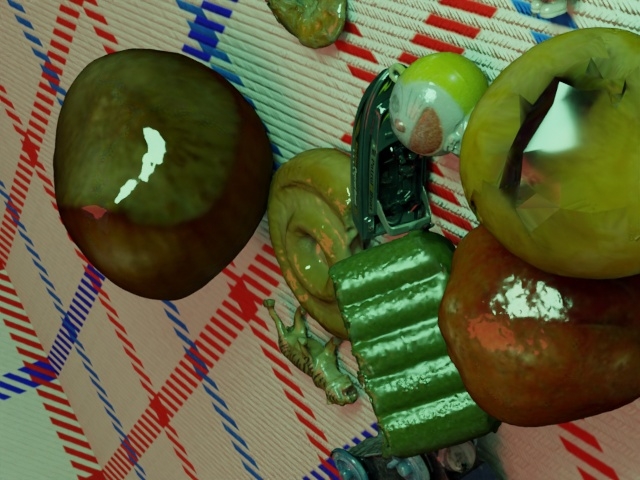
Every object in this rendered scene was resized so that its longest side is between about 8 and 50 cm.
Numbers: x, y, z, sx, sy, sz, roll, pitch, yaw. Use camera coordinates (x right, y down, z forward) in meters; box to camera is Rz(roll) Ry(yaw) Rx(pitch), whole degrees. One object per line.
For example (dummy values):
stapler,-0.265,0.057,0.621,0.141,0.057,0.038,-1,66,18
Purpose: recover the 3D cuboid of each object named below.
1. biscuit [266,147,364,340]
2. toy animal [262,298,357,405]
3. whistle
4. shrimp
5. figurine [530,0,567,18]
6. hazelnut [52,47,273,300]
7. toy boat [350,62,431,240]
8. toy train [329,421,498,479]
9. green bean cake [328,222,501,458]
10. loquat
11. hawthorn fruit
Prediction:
biscuit,-0.001,0.001,1.797,0.213,0.091,0.274,28,135,49
toy animal,-0.023,0.168,1.991,0.241,0.057,0.099,37,140,44
whistle,0.156,-0.123,1.415,0.223,0.123,0.123,41,144,18
shrimp,-0.022,-0.308,1.673,0.190,0.042,0.101,34,117,48
figurine,0.218,-0.283,1.252,0.072,0.054,0.129,-130,22,-59
hazelnut,-0.225,-0.096,1.884,0.366,0.366,0.365,40,142,42
toy boat,0.088,-0.105,1.559,0.103,0.093,0.246,48,147,46
toy train,0.141,0.339,1.759,0.202,0.131,0.300,62,153,-3
green bean cake,0.120,0.120,1.520,0.250,0.156,0.247,22,-131,-80
loquat,0.244,-0.077,1.157,0.235,0.235,0.235,40,142,42
hawthorn fruit,0.253,0.079,1.298,0.261,0.224,0.224,-5,106,39
